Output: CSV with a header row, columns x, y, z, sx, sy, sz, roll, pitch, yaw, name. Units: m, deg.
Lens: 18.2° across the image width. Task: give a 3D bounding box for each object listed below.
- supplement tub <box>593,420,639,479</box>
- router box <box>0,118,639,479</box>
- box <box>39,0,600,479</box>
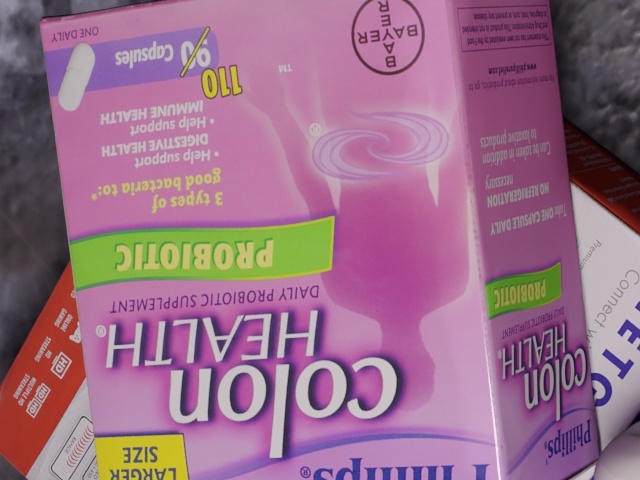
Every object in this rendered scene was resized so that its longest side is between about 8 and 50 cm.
x,y,z,sx,sy,sz,roll,pitch,yaw,name
0.241,0.199,0.882,0.191,0.191,0.272,-14,90,29,supplement tub
0.013,0.060,1.050,0.301,0.082,0.335,39,113,19,router box
0.000,0.000,0.934,0.213,0.117,0.243,-4,95,29,box
